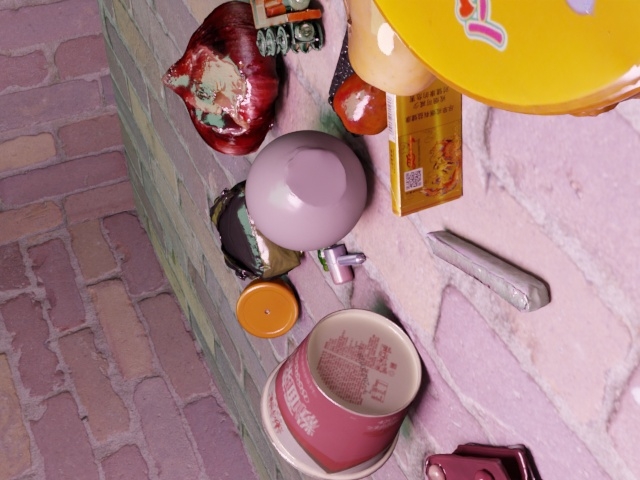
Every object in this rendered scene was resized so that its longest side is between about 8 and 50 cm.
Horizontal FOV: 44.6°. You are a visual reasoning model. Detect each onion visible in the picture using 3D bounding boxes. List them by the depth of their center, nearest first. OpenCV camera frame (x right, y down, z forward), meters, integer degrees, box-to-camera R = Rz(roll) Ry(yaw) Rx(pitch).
[{"bbox_3d":[-0.177,-0.280,1.368,0.272,0.195,0.272,172,90,-72],"label":"onion"}]

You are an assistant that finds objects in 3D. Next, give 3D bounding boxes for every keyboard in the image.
[{"bbox_3d":[0.051,-0.234,1.033,0.094,0.025,0.230,61,158,22],"label":"keyboard"}]

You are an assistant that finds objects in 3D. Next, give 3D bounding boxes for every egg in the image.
[{"bbox_3d":[-0.024,-0.072,1.151,0.232,0.176,0.176,174,79,-76],"label":"egg"}]

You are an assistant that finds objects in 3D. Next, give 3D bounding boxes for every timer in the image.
[{"bbox_3d":[-0.113,0.121,1.699,0.152,0.132,0.132,-93,-6,-68],"label":"timer"}]

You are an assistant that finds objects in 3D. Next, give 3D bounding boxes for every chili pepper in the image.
[{"bbox_3d":[0.001,-0.003,1.361,0.055,0.035,0.118,-39,73,52],"label":"chili pepper"}]

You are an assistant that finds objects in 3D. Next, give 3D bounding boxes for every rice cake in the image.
[{"bbox_3d":[0.182,0.030,0.888,0.207,0.033,0.033,-142,40,-59],"label":"rice cake"}]

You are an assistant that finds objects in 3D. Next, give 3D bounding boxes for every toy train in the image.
[{"bbox_3d":[-0.053,-0.335,1.164,0.176,0.074,0.118,-154,52,-67],"label":"toy train"}]

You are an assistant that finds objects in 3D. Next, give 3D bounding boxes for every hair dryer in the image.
[{"bbox_3d":[0.048,0.038,1.276,0.114,0.037,0.063,-10,99,64],"label":"hair dryer"}]

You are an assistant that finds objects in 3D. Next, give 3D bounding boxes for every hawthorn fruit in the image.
[{"bbox_3d":[0.065,-0.179,0.976,0.093,0.081,0.081,-42,64,41],"label":"hawthorn fruit"}]

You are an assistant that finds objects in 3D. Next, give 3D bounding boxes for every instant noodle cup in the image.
[{"bbox_3d":[0.039,0.224,1.192,0.235,0.234,0.178,61,148,29],"label":"instant noodle cup"}]

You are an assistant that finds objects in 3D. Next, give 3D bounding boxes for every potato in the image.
[{"bbox_3d":[0.078,-0.257,0.748,0.150,0.146,0.234,-29,-69,-65],"label":"potato"}]

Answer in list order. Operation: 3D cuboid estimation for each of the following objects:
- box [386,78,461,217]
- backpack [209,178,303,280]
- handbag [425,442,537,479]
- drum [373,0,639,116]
[{"bbox_3d":[0.116,-0.108,0.867,0.022,0.089,0.156,-134,31,-53],"label":"box"},{"bbox_3d":[-0.141,-0.017,1.578,0.253,0.140,0.207,-9,96,66],"label":"backpack"},{"bbox_3d":[0.228,0.367,1.003,0.203,0.074,0.216,70,161,5],"label":"handbag"},{"bbox_3d":[0.161,-0.282,0.396,0.431,0.214,0.431,52,152,43],"label":"drum"}]
